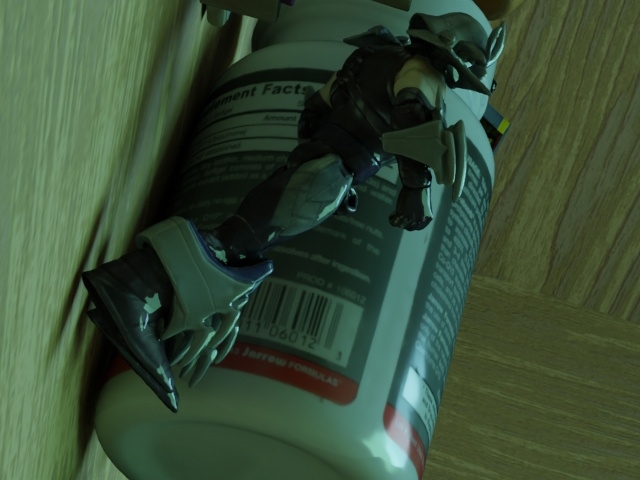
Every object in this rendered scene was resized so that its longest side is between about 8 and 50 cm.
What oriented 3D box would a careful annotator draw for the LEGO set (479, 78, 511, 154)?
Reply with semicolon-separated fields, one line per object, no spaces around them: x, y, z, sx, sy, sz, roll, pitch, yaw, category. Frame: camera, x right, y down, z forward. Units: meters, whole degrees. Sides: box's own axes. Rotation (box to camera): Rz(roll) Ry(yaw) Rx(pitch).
-0.012;-0.055;1.478;0.331;0.192;0.255;-55;-152;-11;LEGO set

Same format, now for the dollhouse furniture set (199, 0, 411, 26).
0.111;-0.211;1.118;0.198;0.303;0.286;100;7;-70;dollhouse furniture set

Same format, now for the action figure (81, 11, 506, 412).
-0.002;-0.032;0.999;0.285;0.099;0.185;-41;-173;-10;action figure

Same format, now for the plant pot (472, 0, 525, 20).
0.125;-0.313;1.436;0.203;0.291;0.291;-56;175;-12;plant pot

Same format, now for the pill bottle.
0.000;0.000;1.200;0.210;0.210;0.363;105;2;-60;pill bottle
